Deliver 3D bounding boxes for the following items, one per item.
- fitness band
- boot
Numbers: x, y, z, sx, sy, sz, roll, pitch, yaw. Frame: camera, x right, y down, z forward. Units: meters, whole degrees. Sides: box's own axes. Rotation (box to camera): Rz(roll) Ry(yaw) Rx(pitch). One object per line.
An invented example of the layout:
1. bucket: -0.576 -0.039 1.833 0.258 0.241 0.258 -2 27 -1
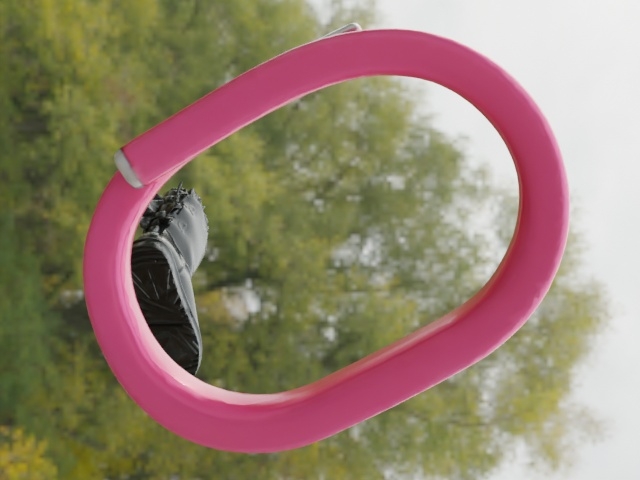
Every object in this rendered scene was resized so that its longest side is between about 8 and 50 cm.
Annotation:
1. fitness band: 0.000 0.000 0.757 0.209 0.291 0.054 61 9 -4
2. boot: -0.102 0.028 0.922 0.099 0.045 0.121 -75 157 -63
